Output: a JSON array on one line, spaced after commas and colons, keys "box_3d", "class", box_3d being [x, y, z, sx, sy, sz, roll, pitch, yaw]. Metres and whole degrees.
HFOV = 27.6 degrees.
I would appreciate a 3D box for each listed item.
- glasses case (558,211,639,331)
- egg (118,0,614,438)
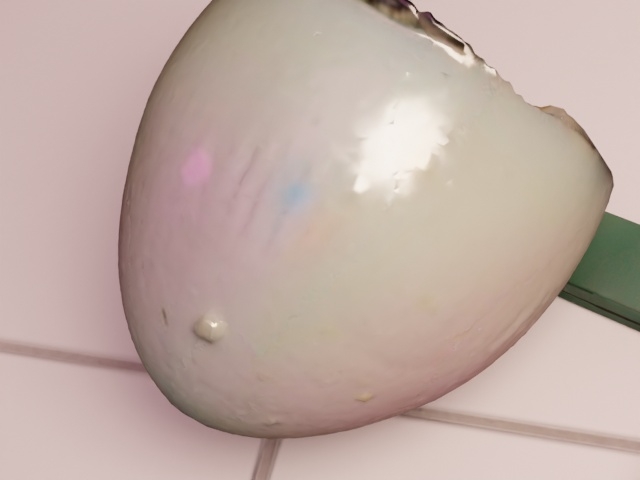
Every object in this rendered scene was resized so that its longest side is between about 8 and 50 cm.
[{"box_3d": [0.283, 0.039, 1.077, 0.184, 0.039, 0.078, 24, 70, 28], "class": "glasses case"}, {"box_3d": [0.000, 0.000, 1.023, 0.354, 0.354, 0.340, 34, 90, 31], "class": "egg"}]
